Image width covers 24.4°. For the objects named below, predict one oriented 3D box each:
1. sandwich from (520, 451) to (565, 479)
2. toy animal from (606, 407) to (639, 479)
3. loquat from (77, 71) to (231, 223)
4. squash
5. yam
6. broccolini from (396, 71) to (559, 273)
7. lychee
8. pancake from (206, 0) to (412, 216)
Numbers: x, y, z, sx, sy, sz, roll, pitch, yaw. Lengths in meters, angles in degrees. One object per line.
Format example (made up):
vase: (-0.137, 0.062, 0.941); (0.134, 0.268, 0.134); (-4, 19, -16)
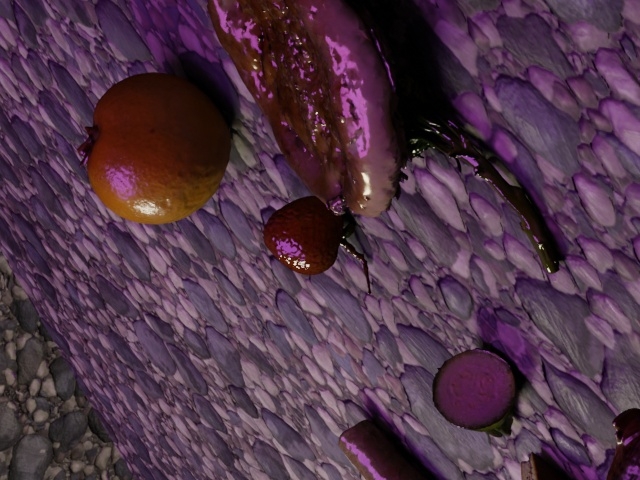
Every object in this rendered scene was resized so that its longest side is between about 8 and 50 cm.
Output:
sandwich: (0.323, 0.390, 1.857); (0.258, 0.096, 0.094); (47, 151, 8)
toy animal: (0.330, 0.226, 1.508); (0.089, 0.179, 0.188); (32, 124, 36)
loquat: (-0.226, -0.125, 2.018); (0.208, 0.208, 0.208); (42, 155, 24)
squash: (0.202, 0.202, 1.841); (0.105, 0.105, 0.132); (41, 173, 27)
yam: (0.164, 0.414, 2.212); (0.357, 0.081, 0.081); (48, 157, 15)
broccolini: (0.152, -0.060, 1.581); (0.271, 0.062, 0.123); (49, 167, 3)
lychee: (-0.006, -0.002, 1.915); (0.101, 0.140, 0.114); (27, 108, 54)
pancake: (-0.017, -0.187, 1.617); (0.382, 0.071, 0.382); (55, 161, 29)
